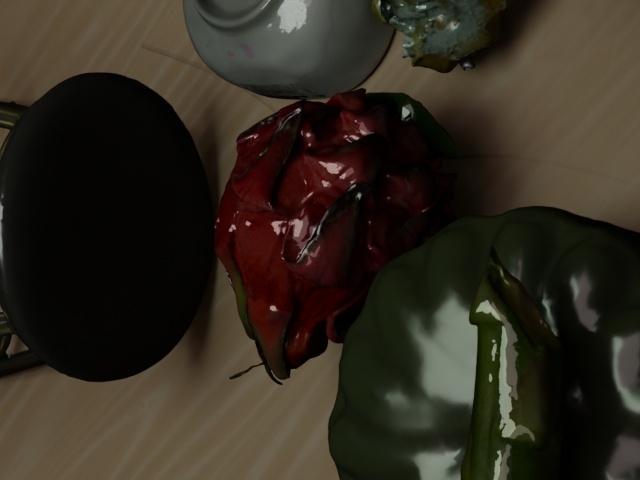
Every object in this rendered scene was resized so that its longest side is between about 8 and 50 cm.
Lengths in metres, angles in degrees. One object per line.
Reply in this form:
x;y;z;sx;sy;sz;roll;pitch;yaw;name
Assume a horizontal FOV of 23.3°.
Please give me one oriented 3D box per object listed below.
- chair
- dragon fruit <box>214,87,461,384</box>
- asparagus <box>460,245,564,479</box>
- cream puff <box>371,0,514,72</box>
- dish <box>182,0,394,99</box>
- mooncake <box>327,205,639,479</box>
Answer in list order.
-0.355;-0.010;1.624;0.410;0.365;0.361;1;86;35;chair
0.000;0.000;1.387;0.234;0.234;0.293;22;82;39;dragon fruit
0.137;0.177;1.119;0.085;0.082;0.343;4;84;34;asparagus
0.103;-0.238;1.401;0.121;0.156;0.156;-29;64;1;cream puff
-0.045;-0.262;1.532;0.256;0.117;0.256;-6;81;39;dish
0.180;0.150;1.254;0.356;0.194;0.356;-4;84;40;mooncake
